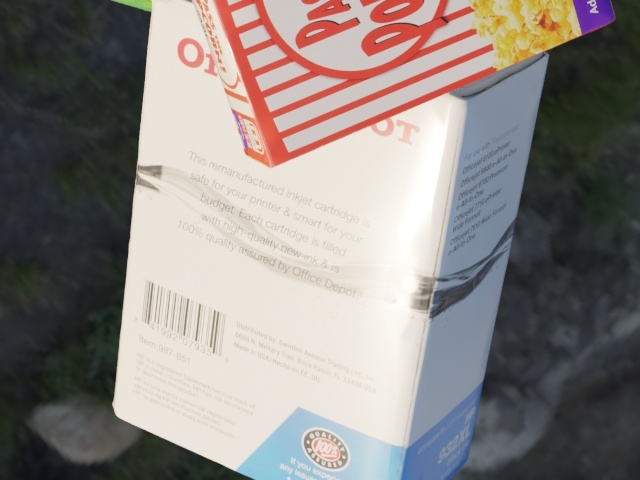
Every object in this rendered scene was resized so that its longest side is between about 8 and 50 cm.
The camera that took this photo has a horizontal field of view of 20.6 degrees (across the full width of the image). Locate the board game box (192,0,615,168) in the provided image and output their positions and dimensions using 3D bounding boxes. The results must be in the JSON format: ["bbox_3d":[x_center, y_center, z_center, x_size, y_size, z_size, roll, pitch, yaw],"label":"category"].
[{"bbox_3d":[0.032,-0.140,0.847,0.193,0.045,0.147,-24,108,-13],"label":"board game box"}]

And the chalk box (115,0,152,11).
[{"bbox_3d":[-0.167,-0.342,1.716,0.289,0.179,0.180,109,-4,-61],"label":"chalk box"}]

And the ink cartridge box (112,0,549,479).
[{"bbox_3d":[0.000,0.000,1.144,0.129,0.223,0.307,-30,135,-53],"label":"ink cartridge box"}]
